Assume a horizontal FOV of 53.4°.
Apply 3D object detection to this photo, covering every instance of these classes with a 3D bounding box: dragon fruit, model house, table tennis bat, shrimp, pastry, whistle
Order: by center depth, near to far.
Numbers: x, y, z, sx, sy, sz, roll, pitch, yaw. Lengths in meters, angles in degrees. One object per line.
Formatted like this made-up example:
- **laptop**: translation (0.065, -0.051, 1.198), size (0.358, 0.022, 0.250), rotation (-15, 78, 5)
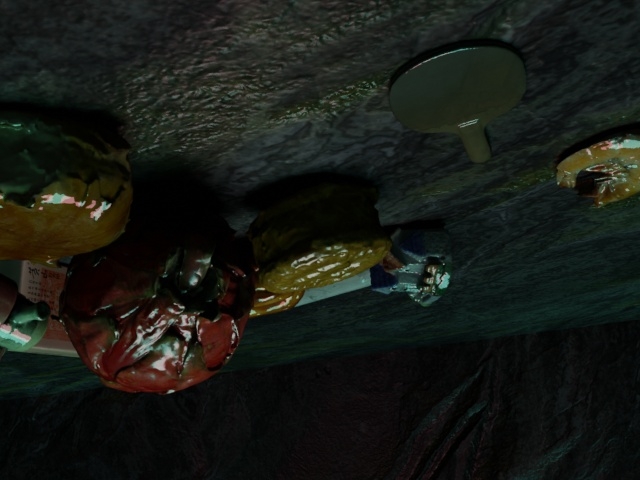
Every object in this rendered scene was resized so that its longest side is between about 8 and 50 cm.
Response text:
- **pastry**: translation (-0.287, -0.047, 0.619), size (0.228, 0.100, 0.218), rotation (-11, 160, 17)
- **table tennis bat**: translation (0.147, -0.133, 0.653), size (0.131, 0.022, 0.234), rotation (-13, 160, 17)
- **dragon fruit**: translation (-0.201, 0.066, 0.799), size (0.244, 0.245, 0.299), rotation (2, 156, -26)
- **shrimp**: translation (0.373, -0.096, 0.832), size (0.132, 0.052, 0.187), rotation (12, 157, 2)
- **pastry**: translation (0.000, 0.000, 0.841), size (0.188, 0.103, 0.189), rotation (-17, 164, -5)
- **model house**: translation (0.128, 0.037, 1.057), size (0.148, 0.120, 0.148), rotation (3, 162, -6)
- **whistle**: translation (-0.003, 0.085, 1.233), size (0.312, 0.062, 0.062), rotation (-20, 159, 35)

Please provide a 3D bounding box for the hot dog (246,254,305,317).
- **hot dog**: translation (-0.196, 0.080, 1.050), size (0.348, 0.117, 0.158), rotation (-14, 165, 14)

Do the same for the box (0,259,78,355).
- **box**: translation (-0.424, 0.112, 1.020), size (0.058, 0.141, 0.201), rotation (-8, 162, 22)

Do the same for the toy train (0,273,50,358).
- **toy train**: translation (-0.462, 0.059, 0.738), size (0.221, 0.150, 0.304), rotation (-12, 144, 28)
